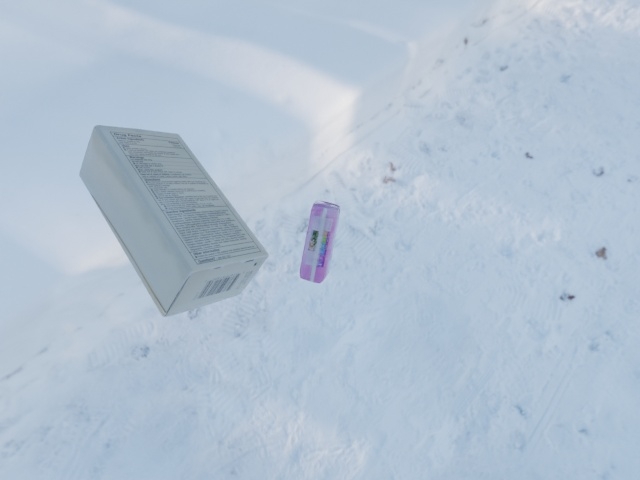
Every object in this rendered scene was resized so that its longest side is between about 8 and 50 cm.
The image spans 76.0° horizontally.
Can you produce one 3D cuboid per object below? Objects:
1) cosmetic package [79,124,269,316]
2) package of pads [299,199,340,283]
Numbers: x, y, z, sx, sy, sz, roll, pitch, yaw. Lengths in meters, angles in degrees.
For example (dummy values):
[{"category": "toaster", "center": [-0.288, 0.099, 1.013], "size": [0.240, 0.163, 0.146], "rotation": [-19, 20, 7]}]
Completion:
[{"category": "cosmetic package", "center": [-0.245, -0.043, 0.677], "size": [0.160, 0.113, 0.309], "rotation": [-10, 55, -53]}, {"category": "package of pads", "center": [0.000, 0.000, 0.445], "size": [0.032, 0.083, 0.050], "rotation": [11, 12, 2]}]
